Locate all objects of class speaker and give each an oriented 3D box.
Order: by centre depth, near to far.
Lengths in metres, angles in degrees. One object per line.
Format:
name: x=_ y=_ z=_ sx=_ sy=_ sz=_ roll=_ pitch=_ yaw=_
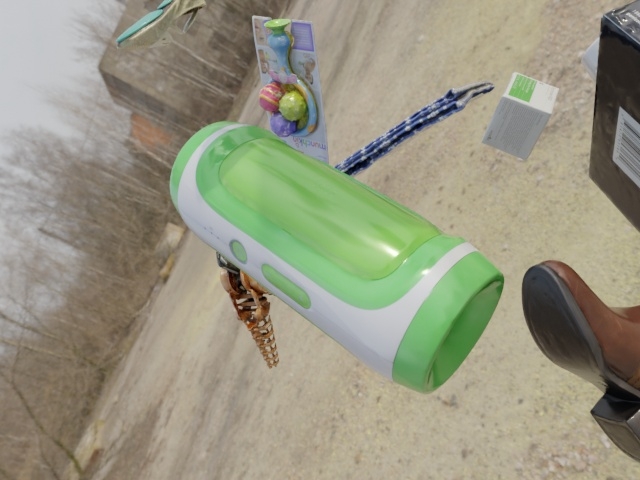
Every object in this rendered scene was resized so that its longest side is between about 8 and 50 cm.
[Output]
speaker: x=0.000 y=0.000 z=0.481 sx=0.296 sy=0.131 sz=0.131 roll=33 pitch=99 yaw=30

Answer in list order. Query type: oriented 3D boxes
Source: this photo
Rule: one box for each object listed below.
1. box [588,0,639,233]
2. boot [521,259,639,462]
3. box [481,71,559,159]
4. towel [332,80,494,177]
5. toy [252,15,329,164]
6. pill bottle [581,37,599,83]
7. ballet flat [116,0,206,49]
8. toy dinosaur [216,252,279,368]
box: x=0.514 y=-0.174 z=0.659 sx=0.293 sy=0.296 sz=0.183 roll=-26 pitch=51 yaw=5
boot: x=0.386 y=0.063 z=0.616 sx=0.280 sy=0.264 sz=0.096 roll=-39 pitch=2 yaw=-14
box: x=0.348 y=-0.217 z=0.961 sx=0.101 sy=0.087 sz=0.102 roll=-55 pitch=-14 yaw=-42
towel: x=0.096 y=-0.131 z=0.838 sx=0.336 sy=0.040 sz=0.243 roll=-30 pitch=3 yaw=32
toy: x=-0.062 y=-0.236 z=0.905 sx=0.056 sy=0.136 sz=0.237 roll=-33 pitch=-49 yaw=-38
pill bottle: x=0.584 y=-0.237 z=0.947 sx=0.161 sy=0.161 sz=0.283 roll=-44 pitch=65 yaw=48
ballet flat: x=-0.221 y=-0.313 z=0.794 sx=0.057 sy=0.052 sz=0.168 roll=7 pitch=53 yaw=44
toy dinosaur: x=-0.112 y=0.044 z=0.946 sx=0.218 sy=0.164 sz=0.322 roll=-8 pitch=-68 yaw=-63
